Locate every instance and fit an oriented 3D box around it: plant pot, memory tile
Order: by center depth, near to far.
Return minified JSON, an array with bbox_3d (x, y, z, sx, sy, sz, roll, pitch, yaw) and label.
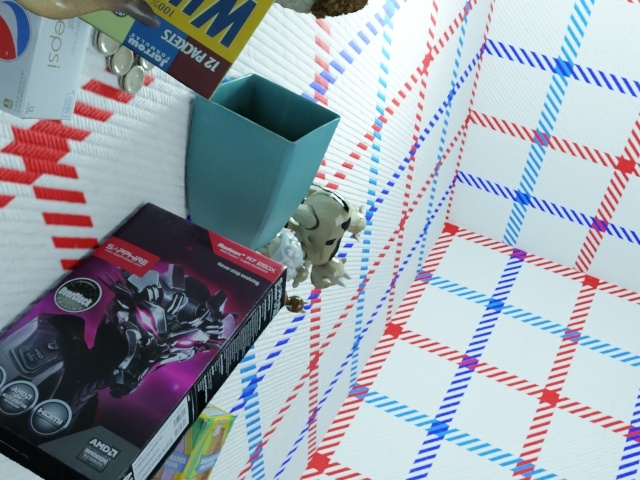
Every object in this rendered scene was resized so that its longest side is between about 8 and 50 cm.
[{"bbox_3d":[-0.210,-0.258,0.863,0.148,0.012,0.113,-62,161,-17],"label":"memory tile"},{"bbox_3d":[-0.106,-0.105,1.121,0.165,0.166,0.234,-40,156,-56],"label":"plant pot"}]

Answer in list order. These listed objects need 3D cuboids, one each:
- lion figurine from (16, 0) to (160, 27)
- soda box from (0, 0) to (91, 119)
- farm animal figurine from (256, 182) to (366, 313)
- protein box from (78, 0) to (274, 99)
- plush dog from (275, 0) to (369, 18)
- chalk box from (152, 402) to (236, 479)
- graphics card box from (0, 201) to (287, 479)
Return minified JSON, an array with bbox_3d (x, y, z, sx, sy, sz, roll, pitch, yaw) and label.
[{"bbox_3d":[-0.189,-0.256,0.370,0.240,0.142,0.392,-97,164,-56],"label":"lion figurine"},{"bbox_3d":[-0.256,-0.223,0.666,0.069,0.074,0.216,-18,127,-68],"label":"soda box"},{"bbox_3d":[0.000,0.000,1.440,0.330,0.172,0.326,-60,170,-27],"label":"farm animal figurine"},{"bbox_3d":[-0.096,-0.279,0.677,0.200,0.136,0.201,-49,-160,29],"label":"protein box"},{"bbox_3d":[-0.054,-0.370,0.913,0.211,0.262,0.225,-37,155,12],"label":"plush dog"},{"bbox_3d":[-0.264,0.377,1.255,0.213,0.132,0.132,-67,162,-2],"label":"chalk box"},{"bbox_3d":[-0.229,0.124,0.898,0.371,0.233,0.094,-52,160,-40],"label":"graphics card box"}]
